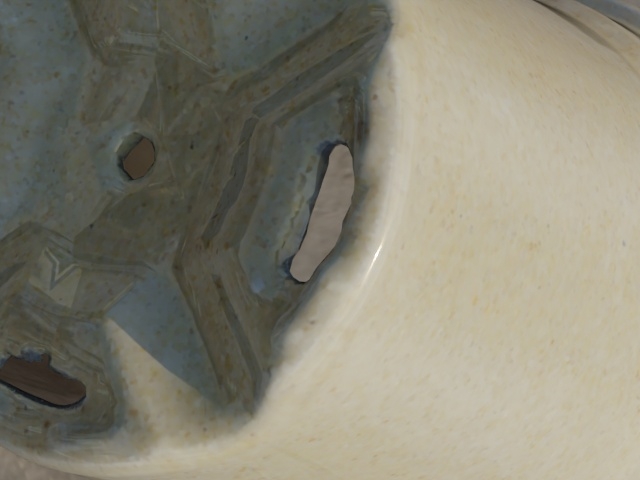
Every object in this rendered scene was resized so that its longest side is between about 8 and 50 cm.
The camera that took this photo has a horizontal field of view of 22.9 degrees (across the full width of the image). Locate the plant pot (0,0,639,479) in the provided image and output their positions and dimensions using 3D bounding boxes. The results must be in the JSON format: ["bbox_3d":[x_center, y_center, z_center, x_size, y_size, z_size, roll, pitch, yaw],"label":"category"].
[{"bbox_3d":[0.000,0.000,0.664,0.333,0.305,0.334,-7,75,29],"label":"plant pot"}]
